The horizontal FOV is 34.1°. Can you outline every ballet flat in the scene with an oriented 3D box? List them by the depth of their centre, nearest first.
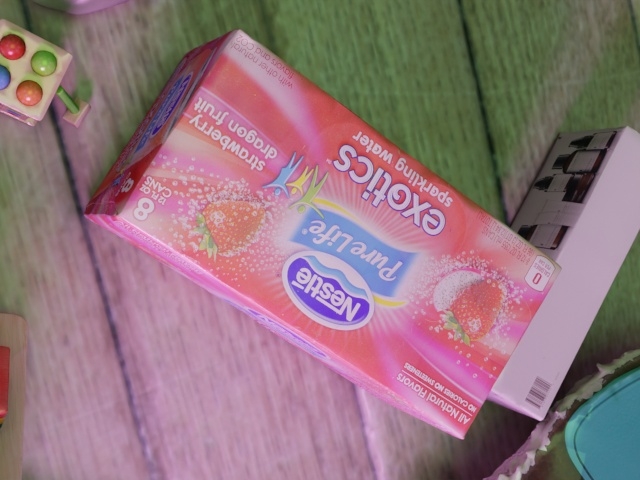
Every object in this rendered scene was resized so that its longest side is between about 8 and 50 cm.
[{"bbox_3d":[0.184,0.206,0.852,0.409,0.147,0.147,-33,104,-18],"label":"ballet flat"}]

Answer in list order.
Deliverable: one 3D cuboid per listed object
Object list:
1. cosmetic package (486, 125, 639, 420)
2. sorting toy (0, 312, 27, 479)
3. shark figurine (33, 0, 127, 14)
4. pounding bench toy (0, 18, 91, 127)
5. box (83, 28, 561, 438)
[{"bbox_3d":[0.190,0.022,0.863,0.060,0.099,0.239,32,81,-17],"label":"cosmetic package"},{"bbox_3d":[-0.309,0.152,0.628,0.256,0.089,0.257,5,66,-21],"label":"sorting toy"},{"bbox_3d":[-0.085,-0.279,0.720,0.166,0.116,0.278,10,100,-25],"label":"shark figurine"},{"bbox_3d":[-0.195,-0.108,0.724,0.083,0.065,0.052,26,83,-20],"label":"pounding bench toy"},{"bbox_3d":[0.000,0.000,0.763,0.300,0.142,0.154,35,81,-19],"label":"box"}]
